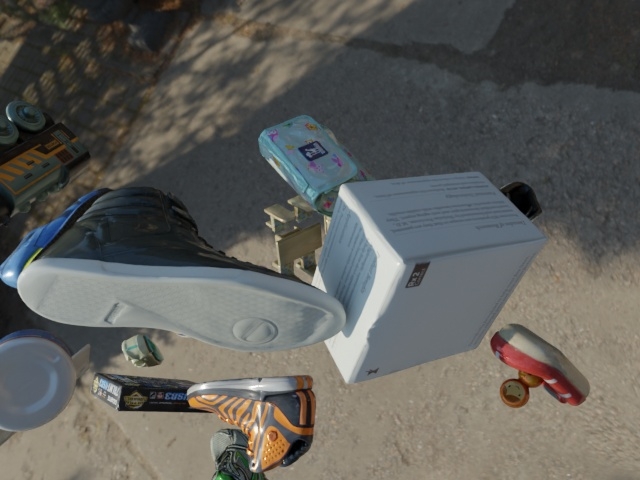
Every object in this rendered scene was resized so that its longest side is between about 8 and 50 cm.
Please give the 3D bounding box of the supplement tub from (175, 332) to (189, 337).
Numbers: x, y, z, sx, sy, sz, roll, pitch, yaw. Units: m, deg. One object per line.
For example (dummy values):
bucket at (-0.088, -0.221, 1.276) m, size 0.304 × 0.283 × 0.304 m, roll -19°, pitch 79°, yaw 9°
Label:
supplement tub at (-0.480, 0.140, 1.683) m, size 0.241 × 0.331 × 0.241 m, roll -20°, pitch 46°, yaw 23°

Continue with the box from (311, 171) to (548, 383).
box at (0.101, 0.036, 0.560) m, size 0.119 × 0.182 × 0.181 m, roll 59°, pitch 145°, yaw 39°

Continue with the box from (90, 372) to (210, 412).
box at (-0.475, 0.440, 1.525) m, size 0.295 × 0.293 × 0.073 m, roll -9°, pitch 71°, yaw 53°

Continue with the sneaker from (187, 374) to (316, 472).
sneaker at (-0.150, 0.368, 1.057) m, size 0.321 × 0.124 × 0.180 m, roll -14°, pitch 73°, yaw 36°

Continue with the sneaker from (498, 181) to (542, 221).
sneaker at (0.384, 0.023, 1.292) m, size 0.169 × 0.257 × 0.447 m, roll 31°, pitch 67°, yaw 15°

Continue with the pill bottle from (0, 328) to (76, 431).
pill bottle at (-0.435, 0.196, 0.784) m, size 0.221 × 0.124 × 0.124 m, roll -7°, pitch 63°, yaw 62°

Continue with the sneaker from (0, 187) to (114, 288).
sneaker at (-0.395, -0.013, 0.799) m, size 0.082 × 0.069 × 0.209 m, roll 11°, pitch 48°, yaw 24°

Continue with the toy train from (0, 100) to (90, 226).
toy train at (-0.626, -0.155, 1.072) m, size 0.142 × 0.190 × 0.334 m, roll -37°, pitch 17°, yaw 30°

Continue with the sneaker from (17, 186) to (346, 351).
sneaker at (-0.119, 0.018, 0.527) m, size 0.296 × 0.104 × 0.147 m, roll 9°, pitch 41°, yaw -4°

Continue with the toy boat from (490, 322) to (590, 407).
toy boat at (0.431, 0.280, 1.092) m, size 0.151 × 0.231 × 0.151 m, roll -49°, pitch 26°, yaw 1°

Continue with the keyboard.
keyboard at (-0.492, 0.277, 0.901) m, size 0.014 × 0.256 × 0.072 m, roll 26°, pitch 128°, yaw 12°

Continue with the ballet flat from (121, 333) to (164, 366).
ballet flat at (-0.506, 0.317, 1.491) m, size 0.086 × 0.248 × 0.086 m, roll 2°, pitch 67°, yaw -5°

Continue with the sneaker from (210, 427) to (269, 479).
sneaker at (-0.220, 0.594, 1.357) m, size 0.134 × 0.146 × 0.343 m, roll -61°, pitch 31°, yaw 1°

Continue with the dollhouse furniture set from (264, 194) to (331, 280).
dollhouse furniture set at (0.000, 0.000, 1.383) m, size 0.242 × 0.212 × 0.161 m, roll -26°, pitch 37°, yaw -31°

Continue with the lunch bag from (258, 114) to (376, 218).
lunch bag at (-0.008, -0.172, 1.259) m, size 0.160 × 0.262 × 0.223 m, roll -46°, pitch 70°, yaw 20°
